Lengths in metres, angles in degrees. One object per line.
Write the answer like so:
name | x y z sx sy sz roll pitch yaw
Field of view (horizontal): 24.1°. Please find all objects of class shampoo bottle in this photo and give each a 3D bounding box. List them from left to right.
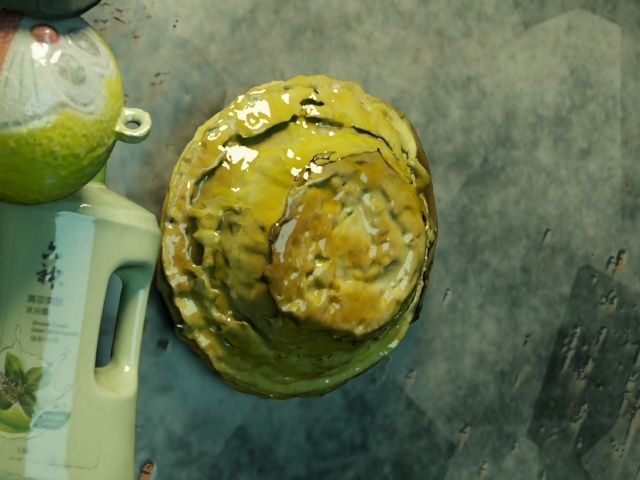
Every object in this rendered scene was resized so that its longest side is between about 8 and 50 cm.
shampoo bottle | -0.163 0.040 0.957 0.118 0.087 0.234 7 89 -27

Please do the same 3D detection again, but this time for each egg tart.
egg tart | 0.000 0.000 1.044 0.241 0.106 0.241 -5 99 -33

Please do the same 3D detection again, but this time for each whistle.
whistle | -0.208 -0.093 0.880 0.223 0.123 0.123 13 86 2

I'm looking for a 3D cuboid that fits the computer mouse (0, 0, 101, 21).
computer mouse | -0.245 -0.254 0.853 0.371 0.122 0.188 31 55 -16
